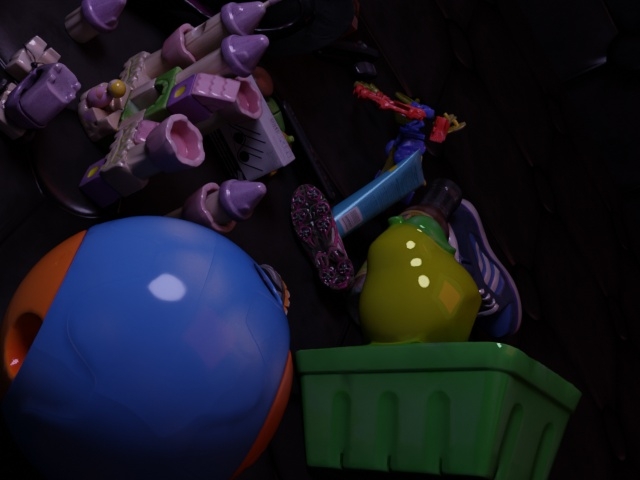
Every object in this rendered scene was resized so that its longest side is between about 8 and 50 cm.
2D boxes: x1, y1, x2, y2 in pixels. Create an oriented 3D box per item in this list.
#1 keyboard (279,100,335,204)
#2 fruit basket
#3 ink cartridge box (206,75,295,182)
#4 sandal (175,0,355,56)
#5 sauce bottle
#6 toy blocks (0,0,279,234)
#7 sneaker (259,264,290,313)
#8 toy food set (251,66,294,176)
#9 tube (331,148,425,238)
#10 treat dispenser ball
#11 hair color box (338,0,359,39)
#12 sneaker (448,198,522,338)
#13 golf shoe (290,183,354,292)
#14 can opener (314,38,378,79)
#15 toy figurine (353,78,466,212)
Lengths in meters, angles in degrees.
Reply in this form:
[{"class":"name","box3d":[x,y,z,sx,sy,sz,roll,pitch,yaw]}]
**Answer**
[{"class":"keyboard","box3d":[-0.021,-0.142,1.521,0.180,0.023,0.108,64,-7,2]},{"class":"fruit basket","box3d":[0.156,0.166,1.312,0.283,0.392,0.392,34,44,-43]},{"class":"ink cartridge box","box3d":[-0.130,-0.188,1.357,0.207,0.097,0.046,63,29,-9]},{"class":"sandal","box3d":[-0.128,-0.363,1.313,0.445,0.168,0.107,15,29,-37]},{"class":"sauce bottle","box3d":[0.156,0.014,1.603,0.111,0.111,0.344,54,44,-21]},{"class":"toy blocks","box3d":[-0.175,-0.192,1.129,0.309,0.260,0.289,44,38,-34]},{"class":"sneaker","box3d":[-0.105,0.106,1.223,0.083,0.084,0.215,44,38,-26]},{"class":"toy food set","box3d":[-0.104,-0.209,1.438,0.218,0.071,0.128,61,31,-10]},{"class":"tube","box3d":[0.096,-0.074,1.560,0.052,0.207,0.080,45,-20,35]},{"class":"treat dispenser ball","box3d":[-0.170,0.119,0.905,0.288,0.288,0.288,36,43,-42]},{"class":"hair color box","box3d":[0.008,-0.492,1.820,0.167,0.053,0.093,44,38,-36]},{"class":"sneaker","box3d":[0.266,0.091,1.792,0.236,0.130,0.323,-37,106,-50]},{"class":"golf shoe","box3d":[0.000,0.000,1.487,0.086,0.067,0.186,70,0,-79]},{"class":"can opener","box3d":[0.057,-0.370,1.806,0.186,0.059,0.073,7,43,-54]},{"class":"toy figurine","box3d":[0.127,-0.165,1.738,0.191,0.217,0.362,16,13,-8]}]
